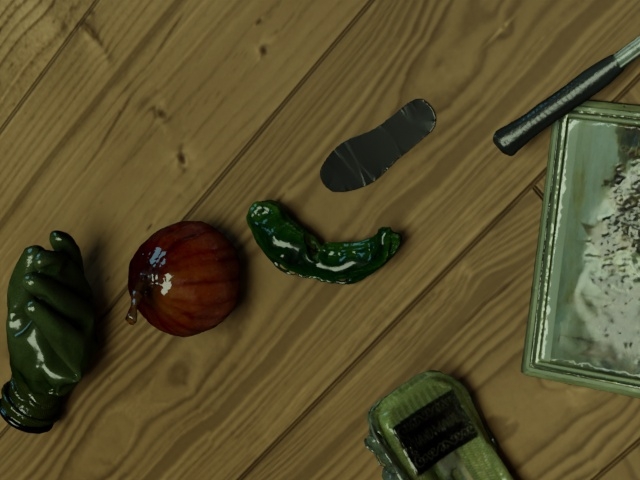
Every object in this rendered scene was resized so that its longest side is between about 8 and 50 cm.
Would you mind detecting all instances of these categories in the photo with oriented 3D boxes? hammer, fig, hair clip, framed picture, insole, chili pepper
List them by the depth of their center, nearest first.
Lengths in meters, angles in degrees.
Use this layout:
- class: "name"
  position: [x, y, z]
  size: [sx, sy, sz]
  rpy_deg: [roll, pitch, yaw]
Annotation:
- class: "hammer"
  position: [0.262, -0.149, 1.537]
  size: [0.246, 0.029, 0.103]
  rpy_deg: [-38, 79, 24]
- class: "framed picture"
  position: [0.293, 0.011, 1.547]
  size: [0.217, 0.017, 0.274]
  rpy_deg: [8, 96, 31]
- class: "hair clip"
  position: [0.163, 0.283, 1.641]
  size: [0.321, 0.138, 0.091]
  rpy_deg: [53, 150, 13]
- class: "insole"
  position: [0.057, -0.094, 1.706]
  size: [0.152, 0.002, 0.053]
  rpy_deg: [-37, 78, 32]
- class: "chili pepper"
  position: [0.001, 0.006, 1.731]
  size: [0.182, 0.050, 0.073]
  rpy_deg: [12, 98, 28]
- class: "fig"
  position: [-0.158, 0.049, 1.798]
  size: [0.128, 0.150, 0.128]
  rpy_deg: [49, 157, 29]

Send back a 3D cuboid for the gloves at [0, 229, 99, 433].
- class: "gloves"
  position: [-0.309, 0.102, 1.913]
  size: [0.135, 0.107, 0.268]
  rpy_deg: [40, 134, 30]
